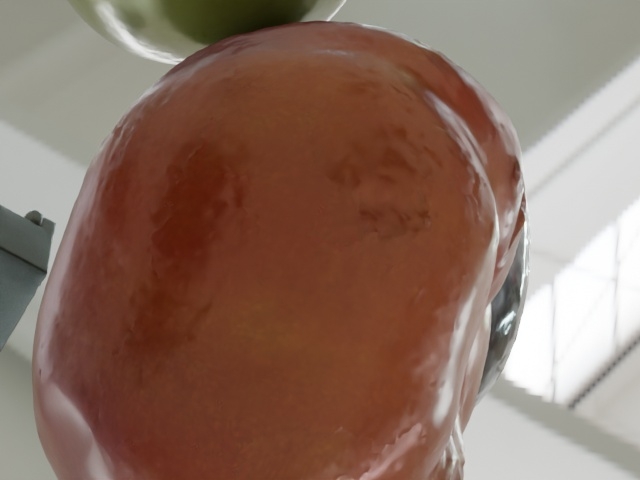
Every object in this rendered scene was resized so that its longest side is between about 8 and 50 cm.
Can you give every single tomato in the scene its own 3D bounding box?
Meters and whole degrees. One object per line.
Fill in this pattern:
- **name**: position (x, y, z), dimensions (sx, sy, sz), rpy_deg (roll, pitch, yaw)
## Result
- **tomato**: position (-0.016, 0.034, 0.772), dimensions (0.180, 0.260, 0.260), rpy_deg (15, -138, 5)

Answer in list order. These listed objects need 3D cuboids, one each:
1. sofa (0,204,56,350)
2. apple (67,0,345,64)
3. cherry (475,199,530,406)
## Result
- **sofa**: position (-0.238, 0.047, 1.280), dimensions (0.060, 0.147, 0.085), rpy_deg (28, -159, -14)
- **apple**: position (-0.076, -0.239, 1.188), dimensions (0.262, 0.262, 0.262), rpy_deg (0, -139, 0)
- **cherry**: position (0.000, 0.000, 1.114), dimensions (0.255, 0.218, 0.296), rpy_deg (25, -133, 0)
